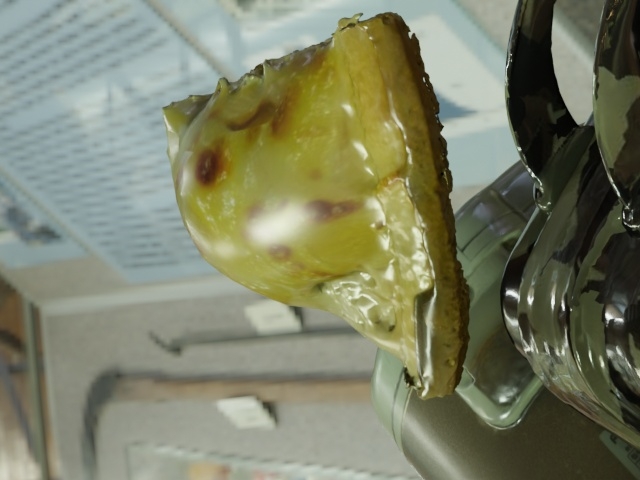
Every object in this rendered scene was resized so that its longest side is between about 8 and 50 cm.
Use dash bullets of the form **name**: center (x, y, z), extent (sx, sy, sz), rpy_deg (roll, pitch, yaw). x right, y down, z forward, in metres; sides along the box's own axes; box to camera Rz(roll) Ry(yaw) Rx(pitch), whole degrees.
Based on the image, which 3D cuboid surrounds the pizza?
- **pizza**: center (-0.007, -0.004, 0.885), extent (0.188, 0.080, 0.204), rpy_deg (-9, 103, 45)

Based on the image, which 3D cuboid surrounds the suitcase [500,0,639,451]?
- **suitcase**: center (0.240, -0.050, 0.769), extent (0.351, 0.339, 0.194), rpy_deg (-60, 21, -3)

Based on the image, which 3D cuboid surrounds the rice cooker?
- **rice cooker**: center (0.213, 0.099, 1.114), extent (0.325, 0.335, 0.335), rpy_deg (49, 137, 32)
